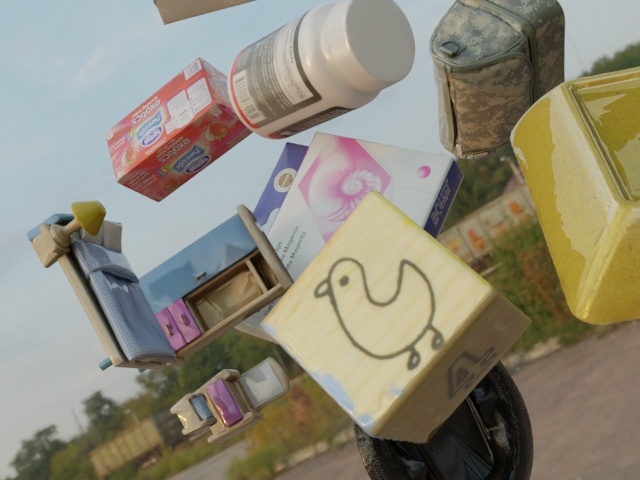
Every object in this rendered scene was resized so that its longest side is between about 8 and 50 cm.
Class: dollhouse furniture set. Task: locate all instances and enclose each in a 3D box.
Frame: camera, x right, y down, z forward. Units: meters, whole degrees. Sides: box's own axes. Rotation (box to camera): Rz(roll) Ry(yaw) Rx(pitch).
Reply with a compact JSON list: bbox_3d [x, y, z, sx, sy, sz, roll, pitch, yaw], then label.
[{"bbox_3d":[-0.155,0.076,1.045,0.198,0.286,0.303,-34,-17,5],"label":"dollhouse furniture set"}]

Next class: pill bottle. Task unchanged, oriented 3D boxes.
[{"bbox_3d":[-0.001,-0.262,1.303,0.161,0.161,0.283,-24,6,-40],"label":"pill bottle"}]

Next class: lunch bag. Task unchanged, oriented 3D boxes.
[{"bbox_3d":[0.333,-0.332,1.718,0.256,0.212,0.305,-41,-33,-14],"label":"lunch bag"}]

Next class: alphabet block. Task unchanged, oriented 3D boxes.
[{"bbox_3d":[0.090,0.092,0.976,0.197,0.192,0.193,-51,-27,4],"label":"alphabet block"}]

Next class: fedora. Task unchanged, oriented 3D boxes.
[{"bbox_3d":[0.174,0.308,1.388,0.334,0.334,0.152,-26,-12,-27],"label":"fedora"}]

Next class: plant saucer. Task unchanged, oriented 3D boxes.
[{"bbox_3d":[0.363,-0.083,0.796,0.332,0.081,0.333,-10,35,8],"label":"plant saucer"}]

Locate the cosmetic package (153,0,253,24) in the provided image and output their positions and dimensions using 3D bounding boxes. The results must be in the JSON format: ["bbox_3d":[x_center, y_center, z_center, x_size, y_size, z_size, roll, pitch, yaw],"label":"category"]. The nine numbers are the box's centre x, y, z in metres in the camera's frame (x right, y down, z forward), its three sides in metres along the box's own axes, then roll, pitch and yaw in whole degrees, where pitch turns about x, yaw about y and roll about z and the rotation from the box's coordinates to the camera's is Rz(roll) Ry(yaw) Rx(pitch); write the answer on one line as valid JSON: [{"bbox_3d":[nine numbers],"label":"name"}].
[{"bbox_3d":[-0.260,-0.583,1.945,0.238,0.127,0.107,-8,32,16],"label":"cosmetic package"}]

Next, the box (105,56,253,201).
[{"bbox_3d":[-0.267,-0.203,1.628,0.257,0.128,0.122,-34,-35,20],"label":"box"}]

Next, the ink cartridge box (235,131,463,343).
[{"bbox_3d":[0.000,0.000,1.264,0.071,0.330,0.324,46,-116,-54],"label":"ink cartridge box"}]
